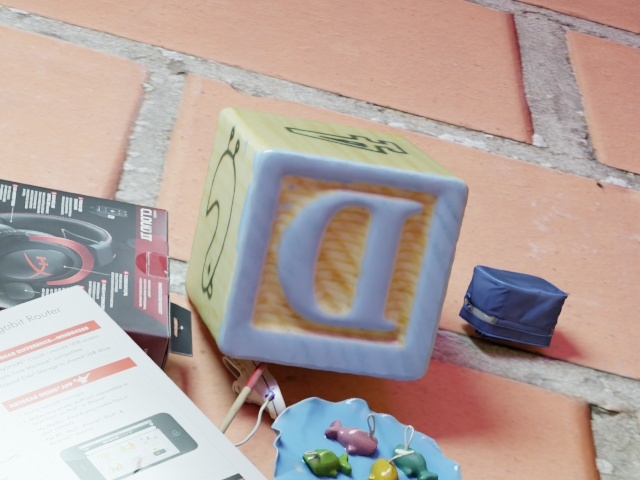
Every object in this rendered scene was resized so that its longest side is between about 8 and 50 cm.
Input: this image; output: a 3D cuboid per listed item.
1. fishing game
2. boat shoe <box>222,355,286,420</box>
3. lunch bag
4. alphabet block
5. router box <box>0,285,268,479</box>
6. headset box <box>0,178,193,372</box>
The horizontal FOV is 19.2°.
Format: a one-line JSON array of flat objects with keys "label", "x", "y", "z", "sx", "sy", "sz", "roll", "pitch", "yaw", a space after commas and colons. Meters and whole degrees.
[{"label": "fishing game", "x": 0.043, "y": 0.187, "z": 1.544, "sx": 0.264, "sy": 0.041, "sz": 0.189, "roll": 28, "pitch": 31, "yaw": 4}, {"label": "boat shoe", "x": -0.059, "y": 0.127, "z": 1.642, "sx": 0.035, "sy": 0.035, "sz": 0.100, "roll": -22, "pitch": 43, "yaw": -11}, {"label": "lunch bag", "x": 0.184, "y": 0.068, "z": 1.845, "sx": 0.098, "sy": 0.065, "sz": 0.067, "roll": 11, "pitch": 12, "yaw": -23}, {"label": "alphabet block", "x": 0.000, "y": 0.000, "z": 1.690, "sx": 0.193, "sy": 0.192, "sz": 0.197, "roll": 10, "pitch": 11, "yaw": -16}, {"label": "router box", "x": -0.232, "y": 0.187, "z": 1.300, "sx": 0.335, "sy": 0.082, "sz": 0.301, "roll": -19, "pitch": 43, "yaw": -32}, {"label": "headset box", "x": -0.249, "y": 0.047, "z": 1.593, "sx": 0.293, "sy": 0.110, "sz": 0.218, "roll": 10, "pitch": 28, "yaw": -12}]
